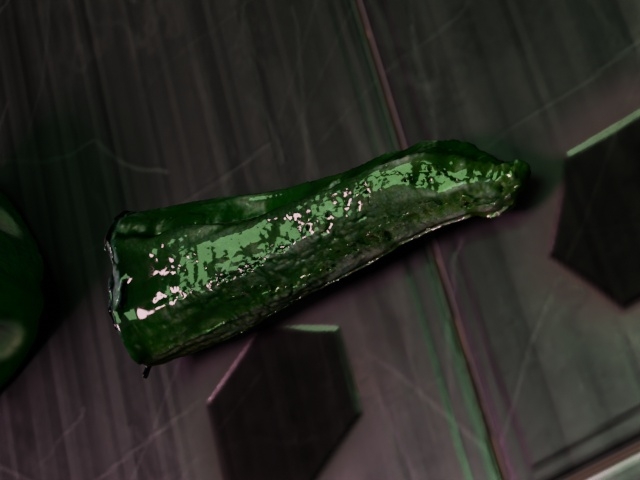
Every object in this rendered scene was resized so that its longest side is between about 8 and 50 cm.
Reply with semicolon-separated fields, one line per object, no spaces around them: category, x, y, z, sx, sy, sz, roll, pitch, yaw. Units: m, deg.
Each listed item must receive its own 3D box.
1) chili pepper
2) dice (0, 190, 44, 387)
chili pepper;0.000;0.000;0.904;0.227;0.059;0.088;-16;66;28
dice;-0.236;0.022;1.033;0.128;0.120;0.131;-45;51;13
